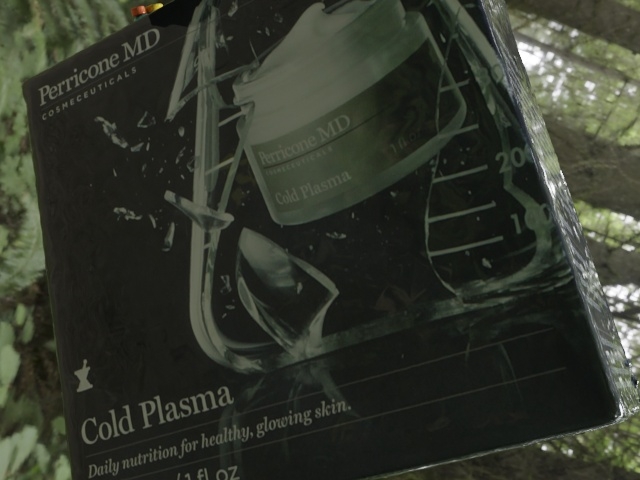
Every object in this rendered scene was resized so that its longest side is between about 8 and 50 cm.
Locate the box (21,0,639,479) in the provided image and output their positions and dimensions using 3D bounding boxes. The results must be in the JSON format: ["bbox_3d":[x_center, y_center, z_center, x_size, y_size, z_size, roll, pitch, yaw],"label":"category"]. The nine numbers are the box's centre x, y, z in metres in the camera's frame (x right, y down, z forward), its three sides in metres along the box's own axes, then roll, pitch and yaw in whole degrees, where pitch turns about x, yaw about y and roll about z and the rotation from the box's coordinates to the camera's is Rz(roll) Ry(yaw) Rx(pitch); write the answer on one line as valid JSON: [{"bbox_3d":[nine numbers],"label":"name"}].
[{"bbox_3d":[0.000,0.000,0.748,0.479,0.297,0.472,-20,-109,21],"label":"box"}]

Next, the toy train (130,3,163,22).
[{"bbox_3d":[-0.197,-0.254,1.030,0.046,0.166,0.125,-2,-113,44],"label":"toy train"}]
